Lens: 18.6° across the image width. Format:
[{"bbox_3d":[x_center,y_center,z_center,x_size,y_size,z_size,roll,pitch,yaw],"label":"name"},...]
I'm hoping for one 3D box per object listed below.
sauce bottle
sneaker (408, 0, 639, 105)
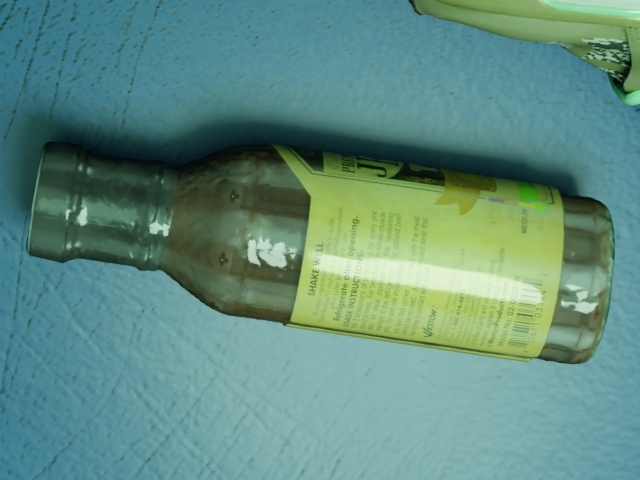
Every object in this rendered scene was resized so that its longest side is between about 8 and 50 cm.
[{"bbox_3d":[0.000,0.000,1.172,0.344,0.111,0.111,9,98,-7],"label":"sauce bottle"},{"bbox_3d":[0.247,-0.084,1.173,0.410,0.158,0.182,11,116,-1],"label":"sneaker"}]
